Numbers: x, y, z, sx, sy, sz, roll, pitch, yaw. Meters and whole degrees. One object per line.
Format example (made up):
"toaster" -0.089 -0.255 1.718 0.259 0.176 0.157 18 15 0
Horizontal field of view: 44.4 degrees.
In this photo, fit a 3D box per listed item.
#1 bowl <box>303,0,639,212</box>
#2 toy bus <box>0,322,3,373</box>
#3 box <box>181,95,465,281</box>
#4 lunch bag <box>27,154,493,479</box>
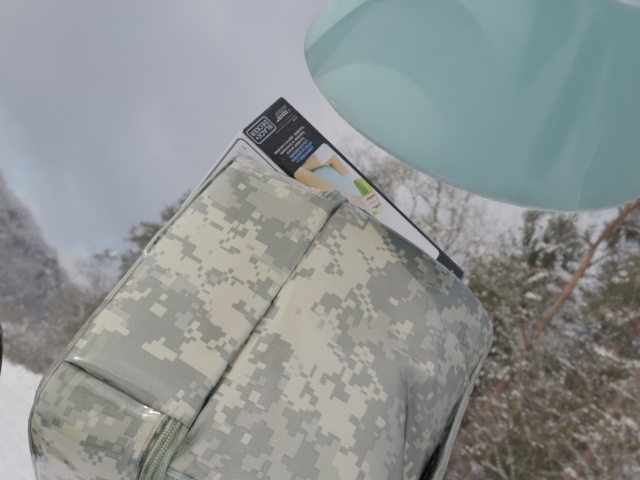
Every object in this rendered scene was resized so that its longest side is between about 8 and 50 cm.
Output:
"bowl" 0.156 -0.182 0.601 0.312 0.311 0.163 36 -45 18
"toy bus" -0.309 0.157 0.559 0.150 0.220 0.211 7 20 -32
"box" 0.000 0.000 0.896 0.290 0.087 0.169 43 -43 -3
"lunch bag" -0.024 0.119 0.581 0.256 0.305 0.212 23 -45 12
